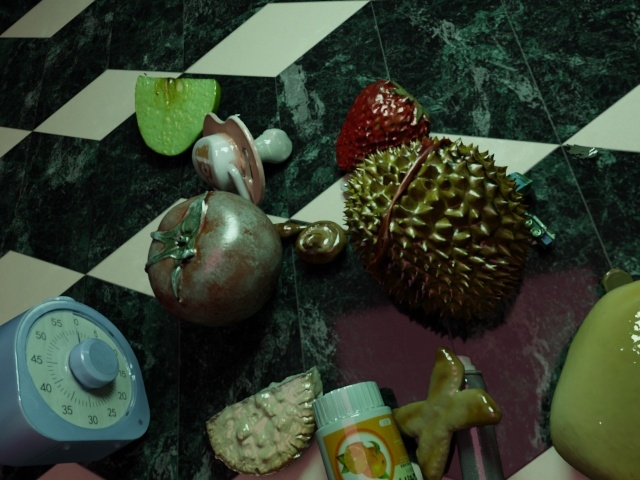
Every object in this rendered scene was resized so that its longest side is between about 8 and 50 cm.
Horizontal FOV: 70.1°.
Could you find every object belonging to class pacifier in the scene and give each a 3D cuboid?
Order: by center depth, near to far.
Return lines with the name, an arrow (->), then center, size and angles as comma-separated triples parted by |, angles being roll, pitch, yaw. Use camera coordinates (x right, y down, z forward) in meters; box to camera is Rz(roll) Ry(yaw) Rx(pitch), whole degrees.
pacifier -> -0.212, -0.217, 1.194 | 0.332, 0.220, 0.273 | 25, 78, 51

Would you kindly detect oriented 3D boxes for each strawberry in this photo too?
strawberry -> 0.138, -0.262, 1.122 | 0.244, 0.205, 0.205 | -42, 58, 25

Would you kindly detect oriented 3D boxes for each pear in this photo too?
pear -> -0.422, -0.366, 1.391 | 0.288, 0.139, 0.239 | 9, 87, 20

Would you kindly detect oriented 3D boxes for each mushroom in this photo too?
mushroom -> 0.002, 0.006, 1.098 | 0.126, 0.084, 0.109 | 11, 38, 27

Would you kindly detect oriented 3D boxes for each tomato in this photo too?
tomato -> -0.243, 0.043, 1.058 | 0.317, 0.282, 0.316 | -12, 63, 25

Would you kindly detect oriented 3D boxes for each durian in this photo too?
durian -> 0.223, -0.031, 0.902 | 0.385, 0.348, 0.347 | 33, 81, -14

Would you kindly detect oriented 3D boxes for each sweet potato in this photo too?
sweet potato -> -0.080, -0.026, 1.162 | 0.117, 0.049, 0.049 | -10, 65, 10

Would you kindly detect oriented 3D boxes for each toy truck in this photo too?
toy truck -> 0.440, -0.066, 0.968 | 0.081, 0.067, 0.175 | -34, 61, 4

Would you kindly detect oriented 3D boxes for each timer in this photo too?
timer -> -0.563, 0.294, 1.030 | 0.173, 0.395, 0.394 | -31, 61, 7

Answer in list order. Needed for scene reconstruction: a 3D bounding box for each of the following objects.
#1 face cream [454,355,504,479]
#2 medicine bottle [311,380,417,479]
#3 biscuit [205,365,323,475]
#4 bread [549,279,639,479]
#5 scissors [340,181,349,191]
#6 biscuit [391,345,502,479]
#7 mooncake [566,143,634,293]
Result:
face cream -> 0.286, 0.358, 0.847 | 0.073, 0.073, 0.283 | -11, 65, 16
medicine bottle -> 0.093, 0.434, 0.841 | 0.158, 0.158, 0.318 | -26, 62, 9
biscuit -> -0.105, 0.395, 0.974 | 0.281, 0.084, 0.179 | -32, 61, 5
bread -> 0.566, 0.237, 0.692 | 0.348, 0.253, 0.375 | 24, 77, 31
scissors -> 0.154, -0.096, 1.110 | 0.242, 0.030, 0.118 | 22, 78, 23
biscuit -> 0.222, 0.322, 0.844 | 0.207, 0.047, 0.164 | -60, 40, 22
mooncake -> 0.563, -0.058, 0.925 | 0.151, 0.057, 0.346 | 13, 71, 12
